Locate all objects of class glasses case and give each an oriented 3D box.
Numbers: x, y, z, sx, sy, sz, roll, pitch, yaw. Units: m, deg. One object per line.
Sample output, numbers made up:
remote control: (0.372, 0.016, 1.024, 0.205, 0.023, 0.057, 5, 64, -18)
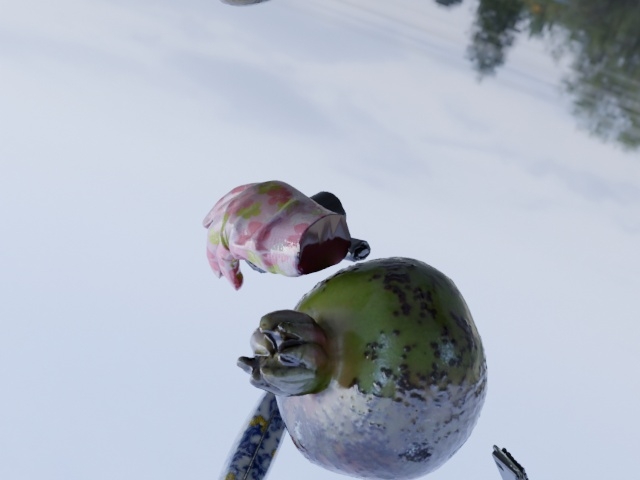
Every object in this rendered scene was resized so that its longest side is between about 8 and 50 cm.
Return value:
glasses case: (-0.097, 0.306, 1.724, 0.065, 0.087, 0.248, 27, -122, -5)

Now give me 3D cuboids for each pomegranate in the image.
pomegranate: (0.035, 0.154, 1.458, 0.340, 0.285, 0.285, 13, -163, -44)

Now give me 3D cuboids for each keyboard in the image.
keyboard: (0.329, 0.422, 1.956, 0.025, 0.230, 0.093, -32, -145, -10)

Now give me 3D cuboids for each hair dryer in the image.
hair dryer: (0.000, 0.000, 2.197, 0.197, 0.089, 0.251, -28, -152, -31)

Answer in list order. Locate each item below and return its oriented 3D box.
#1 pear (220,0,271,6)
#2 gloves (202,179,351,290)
pear: (-0.091, -0.431, 1.708, 0.188, 0.211, 0.228, 39, 175, -31)
gloves: (-0.074, -0.017, 1.511, 0.241, 0.145, 0.126, 18, 147, 41)
